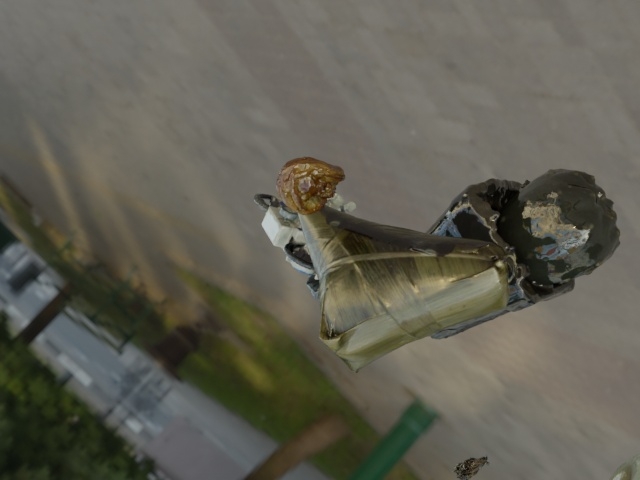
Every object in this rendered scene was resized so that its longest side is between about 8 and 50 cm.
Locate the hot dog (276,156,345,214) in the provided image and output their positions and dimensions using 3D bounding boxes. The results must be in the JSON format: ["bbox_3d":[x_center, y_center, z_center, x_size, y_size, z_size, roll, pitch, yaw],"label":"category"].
[{"bbox_3d":[-0.008,-0.054,1.240,0.035,0.058,0.083,49,-162,24],"label":"hot dog"}]

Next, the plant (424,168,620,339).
[{"bbox_3d":[0.197,0.010,1.398,0.164,0.256,0.141,-5,-110,-62],"label":"plant"}]

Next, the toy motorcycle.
[{"bbox_3d":[0.000,0.000,1.690,0.150,0.102,0.221,17,-159,-26],"label":"toy motorcycle"}]

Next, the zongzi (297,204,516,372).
[{"bbox_3d":[0.084,0.002,1.292,0.094,0.205,0.204,51,-160,-56],"label":"zongzi"}]

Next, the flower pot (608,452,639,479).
[{"bbox_3d":[0.405,0.354,1.463,0.195,0.246,0.246,30,165,4],"label":"flower pot"}]

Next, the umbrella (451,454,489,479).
[{"bbox_3d":[0.160,0.236,1.358,0.020,0.031,0.083,26,-171,27],"label":"umbrella"}]
